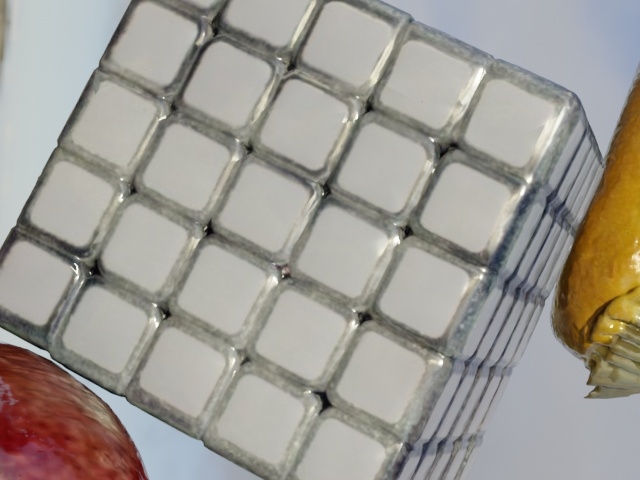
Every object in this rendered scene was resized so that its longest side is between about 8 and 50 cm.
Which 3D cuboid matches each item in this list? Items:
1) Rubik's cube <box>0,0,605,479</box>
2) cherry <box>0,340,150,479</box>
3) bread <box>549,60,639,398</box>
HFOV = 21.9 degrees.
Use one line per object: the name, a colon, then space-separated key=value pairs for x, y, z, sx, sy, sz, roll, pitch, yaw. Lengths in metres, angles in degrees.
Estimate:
Rubik's cube: x=0.000 y=0.000 z=0.892 sx=0.238 sy=0.237 sz=0.237 roll=-64 pitch=167 yaw=-1
cherry: x=-0.176 y=0.158 z=0.782 sx=0.300 sy=0.203 sz=0.230 roll=1 pitch=-112 yaw=54
bread: x=0.338 y=-0.037 z=1.617 sx=0.236 sy=0.183 sz=0.388 roll=118 pitch=-6 yaw=-47
